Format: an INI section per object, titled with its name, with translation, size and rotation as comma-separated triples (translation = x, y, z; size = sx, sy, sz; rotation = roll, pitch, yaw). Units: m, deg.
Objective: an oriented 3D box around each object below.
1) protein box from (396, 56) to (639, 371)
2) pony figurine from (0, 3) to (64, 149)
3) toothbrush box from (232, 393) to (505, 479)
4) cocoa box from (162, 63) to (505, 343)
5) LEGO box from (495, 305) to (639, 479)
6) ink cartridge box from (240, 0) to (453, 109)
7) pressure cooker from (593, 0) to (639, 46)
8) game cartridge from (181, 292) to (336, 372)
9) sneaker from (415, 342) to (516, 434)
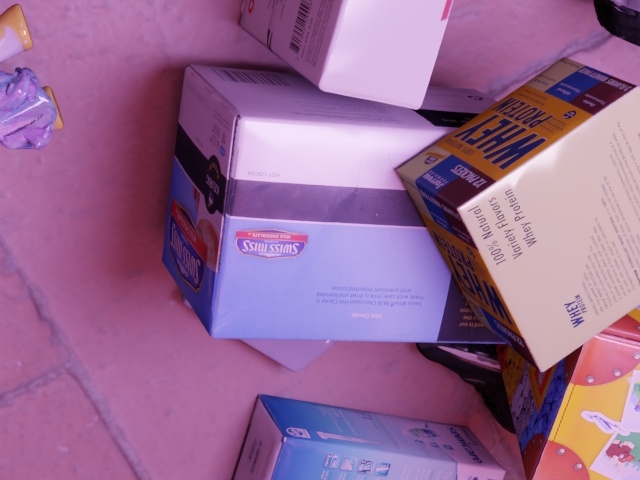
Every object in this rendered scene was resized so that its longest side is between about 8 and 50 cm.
[protein box]
translation = 0.219, -0.027, 1.356
size = 0.201, 0.136, 0.199
rotation = -34, 117, -8
[pony figurine]
translation = -0.444, -0.125, 1.377
size = 0.364, 0.303, 0.350
rotation = -19, 82, -6
[toothbrush box]
translation = 0.045, 0.327, 1.752
size = 0.296, 0.126, 0.216
rotation = 11, 106, -20
[cocoa box]
translation = 0.034, -0.036, 1.494
size = 0.347, 0.231, 0.227
rotation = 2, 108, -20
[LEGO box]
translation = 0.469, 0.151, 1.574
size = 0.500, 0.372, 0.193
rotation = 14, 113, -5
[ink cartridge box]
translation = 0.029, -0.267, 1.442
size = 0.114, 0.273, 0.197
rotation = 10, 107, -24
[pressure cooker]
translation = 0.491, -0.391, 1.490
size = 0.370, 0.375, 0.420
rotation = 0, 112, -29
[game cartridge]
translation = 0.000, 0.000, 1.655
size = 0.196, 0.060, 0.294
rotation = 35, 97, -22
[sneaker]
translation = 0.233, 0.183, 1.773
size = 0.283, 0.107, 0.124
rotation = 16, 111, -21
